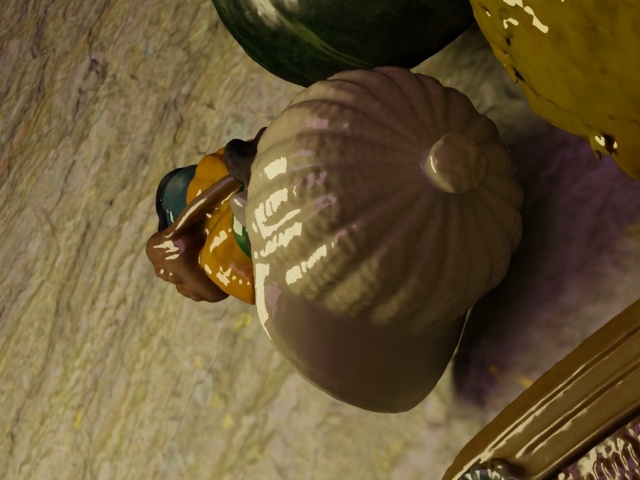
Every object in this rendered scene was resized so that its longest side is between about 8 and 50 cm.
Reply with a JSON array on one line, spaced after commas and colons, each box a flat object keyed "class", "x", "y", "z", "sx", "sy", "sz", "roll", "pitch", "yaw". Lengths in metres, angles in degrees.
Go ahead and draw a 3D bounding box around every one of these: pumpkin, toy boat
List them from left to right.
[{"class": "pumpkin", "x": 0.055, "y": -0.236, "z": 0.931, "sx": 0.300, "sy": 0.207, "sz": 0.300, "roll": -35, "pitch": 2, "yaw": 1}, {"class": "toy boat", "x": 0.173, "y": 0.091, "z": 0.650, "sx": 0.310, "sy": 0.089, "sz": 0.115, "roll": -41, "pitch": 39, "yaw": 27}]

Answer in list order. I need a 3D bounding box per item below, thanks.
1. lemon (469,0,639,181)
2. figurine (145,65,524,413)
[{"class": "lemon", "x": 0.204, "y": -0.181, "z": 0.660, "sx": 0.268, "sy": 0.268, "sz": 0.322, "roll": 23, "pitch": 90, "yaw": 58}, {"class": "figurine", "x": -0.006, "y": -0.030, "z": 0.919, "sx": 0.332, "sy": 0.185, "sz": 0.204, "roll": 30, "pitch": 125, "yaw": 54}]
